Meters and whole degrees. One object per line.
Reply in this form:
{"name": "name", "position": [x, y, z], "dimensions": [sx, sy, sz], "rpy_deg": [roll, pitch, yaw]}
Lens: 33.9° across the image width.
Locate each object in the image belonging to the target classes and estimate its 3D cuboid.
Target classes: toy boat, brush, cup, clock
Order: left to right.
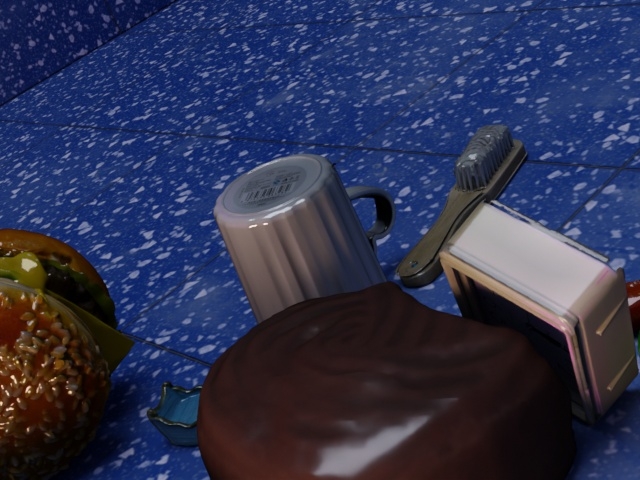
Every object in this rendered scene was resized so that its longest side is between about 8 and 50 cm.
{"name": "toy boat", "position": [-0.101, 0.168, 1.145], "dimensions": [0.185, 0.077, 0.075], "rpy_deg": [-11, 28, 24]}
{"name": "cup", "position": [-0.015, 0.004, 1.241], "dimensions": [0.166, 0.202, 0.221], "rpy_deg": [-10, 31, 23]}
{"name": "brush", "position": [0.180, -0.058, 1.362], "dimensions": [0.070, 0.065, 0.327], "rpy_deg": [-1, 35, 37]}
{"name": "clock", "position": [0.196, 0.066, 0.925], "dimensions": [0.147, 0.192, 0.071], "rpy_deg": [32, 71, 35]}

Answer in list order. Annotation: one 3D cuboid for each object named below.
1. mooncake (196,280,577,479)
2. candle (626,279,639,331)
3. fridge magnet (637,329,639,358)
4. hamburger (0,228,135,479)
{"name": "mooncake", "position": [0.052, 0.161, 0.935], "dimensions": [0.333, 0.174, 0.326], "rpy_deg": [-19, 24, 11]}
{"name": "candle", "position": [0.362, 0.042, 1.040], "dimensions": [0.329, 0.048, 0.051], "rpy_deg": [-24, 53, 0]}
{"name": "fridge magnet", "position": [0.381, 0.073, 0.916], "dimensions": [0.208, 0.088, 0.208], "rpy_deg": [-18, 27, 10]}
{"name": "hamburger", "position": [-0.369, 0.145, 1.205], "dimensions": [0.291, 0.291, 0.225], "rpy_deg": [-22, 27, 3]}
